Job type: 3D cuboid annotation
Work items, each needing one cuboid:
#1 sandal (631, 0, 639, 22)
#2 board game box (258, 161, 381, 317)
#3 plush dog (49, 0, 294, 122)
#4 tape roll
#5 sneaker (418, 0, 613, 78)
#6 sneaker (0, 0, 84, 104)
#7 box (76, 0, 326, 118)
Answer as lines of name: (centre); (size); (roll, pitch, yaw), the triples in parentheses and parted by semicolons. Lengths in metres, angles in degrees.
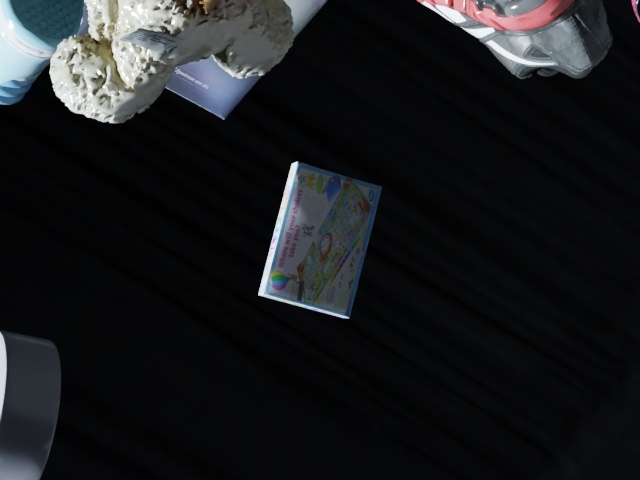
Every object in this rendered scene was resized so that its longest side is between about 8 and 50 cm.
sandal: (0.373, -0.280, 1.666); (0.040, 0.067, 0.179); (13, 111, 36)
board game box: (0.000, 0.000, 1.672); (0.026, 0.103, 0.154); (170, 116, -74)
plush dog: (-0.164, -0.272, 1.459); (0.262, 0.225, 0.210); (-23, -23, -23)
tape roll: (-0.395, 0.224, 1.865); (0.219, 0.072, 0.219); (-40, 43, 50)
sneaker: (0.154, -0.204, 1.262); (0.097, 0.135, 0.276); (-46, 30, -2)
sneaker: (-0.372, -0.302, 1.867); (0.208, 0.127, 0.319); (-40, 26, 38)
box: (-0.181, -0.386, 2.217); (0.294, 0.296, 0.182); (-48, 41, 20)
